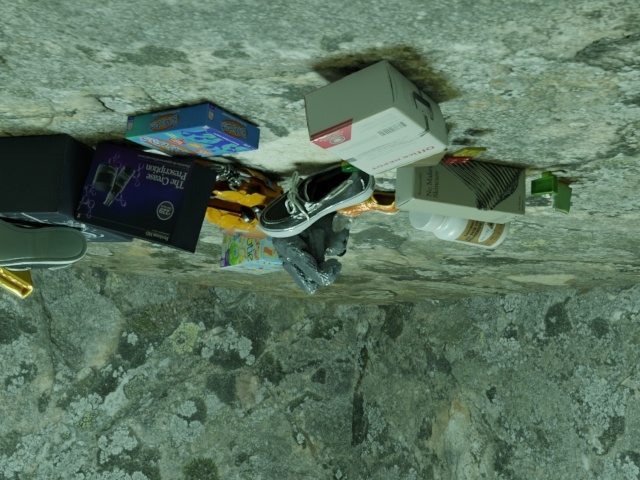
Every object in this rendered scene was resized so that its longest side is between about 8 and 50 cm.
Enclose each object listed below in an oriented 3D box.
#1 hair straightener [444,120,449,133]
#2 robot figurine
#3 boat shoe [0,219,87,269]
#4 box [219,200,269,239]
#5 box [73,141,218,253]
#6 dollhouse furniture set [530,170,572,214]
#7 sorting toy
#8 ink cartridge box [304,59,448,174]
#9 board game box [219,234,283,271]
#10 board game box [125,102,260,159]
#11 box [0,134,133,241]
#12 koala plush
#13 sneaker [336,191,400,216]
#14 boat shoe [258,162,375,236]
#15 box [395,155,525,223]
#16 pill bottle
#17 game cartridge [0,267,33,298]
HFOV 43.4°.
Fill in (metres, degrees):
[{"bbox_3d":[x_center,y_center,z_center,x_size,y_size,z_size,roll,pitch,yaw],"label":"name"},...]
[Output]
[{"bbox_3d":[0.120,-0.205,1.480,0.230,0.047,0.089,1,169,12],"label":"hair straightener"},{"bbox_3d":[-0.231,-0.105,1.901,0.211,0.085,0.291,-40,145,28],"label":"robot figurine"},{"bbox_3d":[-0.673,0.016,1.766,0.302,0.114,0.091,10,161,-24],"label":"boat shoe"},{"bbox_3d":[-0.183,-0.065,2.192,0.130,0.091,0.170,9,168,-26],"label":"box"},{"bbox_3d":[-0.372,-0.093,1.712,0.261,0.184,0.103,13,177,25],"label":"box"},{"bbox_3d":[0.531,-0.110,1.775,0.151,0.076,0.058,14,166,-41],"label":"dollhouse furniture set"},{"bbox_3d":[0.178,-0.177,1.565,0.274,0.046,0.132,-4,174,-1],"label":"sorting toy"},{"bbox_3d":[0.097,-0.196,1.338,0.158,0.092,0.218,-18,158,27],"label":"ink cartridge box"},{"bbox_3d":[-0.180,0.015,2.473,0.144,0.142,0.275,11,167,-33],"label":"board game box"},{"bbox_3d":[-0.249,-0.209,1.572,0.210,0.047,0.160,-2,168,34],"label":"board game box"},{"bbox_3d":[-0.655,-0.109,1.876,0.343,0.179,0.312,0,167,18],"label":"box"},{"bbox_3d":[0.000,0.000,2.253,0.203,0.221,0.196,48,156,-4],"label":"koala plush"},{"bbox_3d":[0.117,-0.101,2.039,0.175,0.064,0.067,-5,148,14],"label":"sneaker"},{"bbox_3d":[-0.029,-0.098,1.836,0.306,0.113,0.105,-17,152,28],"label":"boat shoe"},{"bbox_3d":[0.304,-0.112,1.744,0.275,0.113,0.094,6,168,-19],"label":"box"},{"bbox_3d":[0.336,-0.060,1.948,0.229,0.131,0.131,10,168,-29],"label":"pill bottle"},{"bbox_3d":[-0.840,-0.029,1.970,0.052,0.324,0.285,-41,132,7],"label":"game cartridge"}]
